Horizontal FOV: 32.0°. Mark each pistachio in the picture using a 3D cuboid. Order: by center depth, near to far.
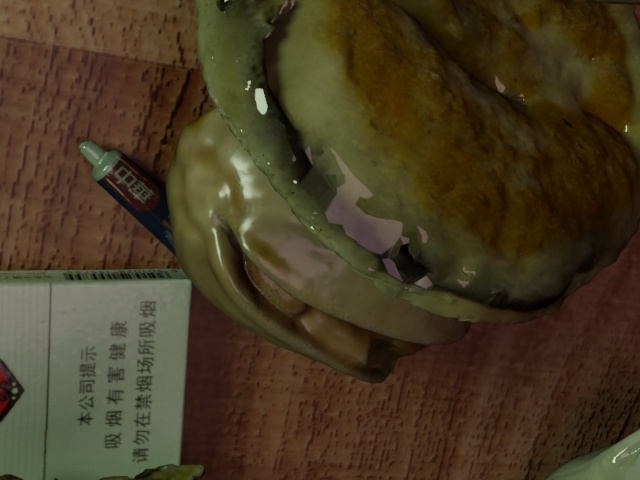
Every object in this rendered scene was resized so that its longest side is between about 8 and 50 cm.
[{"bbox_3d":[0.000,0.000,0.674,0.215,0.144,0.144,39,89,-30],"label":"pistachio"}]

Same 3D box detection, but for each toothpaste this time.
[{"bbox_3d":[-0.096,-0.015,0.693,0.140,0.021,0.037,43,79,-27],"label":"toothpaste"}]

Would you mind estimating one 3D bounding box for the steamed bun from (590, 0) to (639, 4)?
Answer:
[{"bbox_3d":[0.171,-0.299,0.565,0.325,0.230,0.372,-35,94,-31],"label":"steamed bun"}]

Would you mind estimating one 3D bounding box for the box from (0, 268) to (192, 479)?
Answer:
[{"bbox_3d":[-0.202,0.085,0.673,0.245,0.035,0.139,1,105,-21],"label":"box"}]

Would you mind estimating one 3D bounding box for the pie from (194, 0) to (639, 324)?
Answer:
[{"bbox_3d":[0.073,-0.114,0.640,0.339,0.077,0.339,12,67,-30],"label":"pie"}]

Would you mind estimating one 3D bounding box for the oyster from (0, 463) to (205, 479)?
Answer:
[{"bbox_3d":[-0.178,0.207,0.674,0.223,0.083,0.214,-12,145,-41],"label":"oyster"}]

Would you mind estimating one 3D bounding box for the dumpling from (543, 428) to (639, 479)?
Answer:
[{"bbox_3d":[0.214,0.226,0.829,0.229,0.124,0.151,-51,151,5],"label":"dumpling"}]
